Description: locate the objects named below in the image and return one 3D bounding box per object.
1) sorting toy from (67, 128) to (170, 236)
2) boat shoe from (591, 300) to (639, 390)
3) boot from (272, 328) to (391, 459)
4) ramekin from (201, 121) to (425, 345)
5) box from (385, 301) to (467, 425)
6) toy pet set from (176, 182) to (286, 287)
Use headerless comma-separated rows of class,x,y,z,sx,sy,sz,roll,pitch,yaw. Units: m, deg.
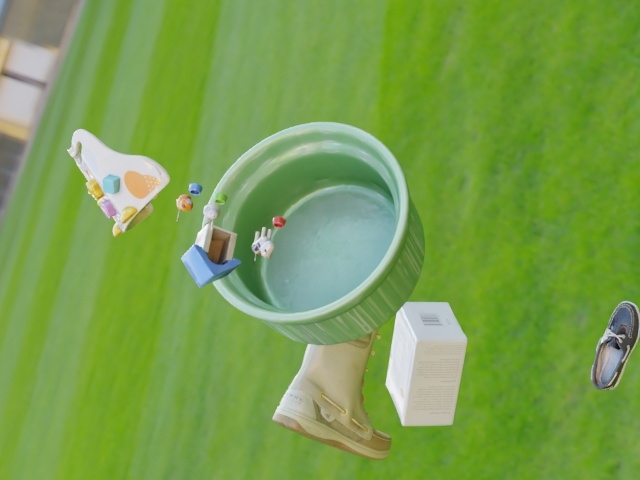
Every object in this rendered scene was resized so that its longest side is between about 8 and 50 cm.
sorting toy,-0.156,-0.047,1.016,0.045,0.075,0.083,-43,-1,-21
boat shoe,0.396,0.143,1.866,0.038,0.046,0.125,2,-71,-58
boot,0.050,0.222,2.143,0.095,0.262,0.203,12,79,43
ramekin,0.000,0.000,1.943,0.148,0.303,0.303,51,-133,-56
box,0.177,0.207,2.331,0.130,0.091,0.170,-112,25,-60
toy pet set,-0.119,0.004,1.593,0.114,0.122,0.065,-39,35,54
